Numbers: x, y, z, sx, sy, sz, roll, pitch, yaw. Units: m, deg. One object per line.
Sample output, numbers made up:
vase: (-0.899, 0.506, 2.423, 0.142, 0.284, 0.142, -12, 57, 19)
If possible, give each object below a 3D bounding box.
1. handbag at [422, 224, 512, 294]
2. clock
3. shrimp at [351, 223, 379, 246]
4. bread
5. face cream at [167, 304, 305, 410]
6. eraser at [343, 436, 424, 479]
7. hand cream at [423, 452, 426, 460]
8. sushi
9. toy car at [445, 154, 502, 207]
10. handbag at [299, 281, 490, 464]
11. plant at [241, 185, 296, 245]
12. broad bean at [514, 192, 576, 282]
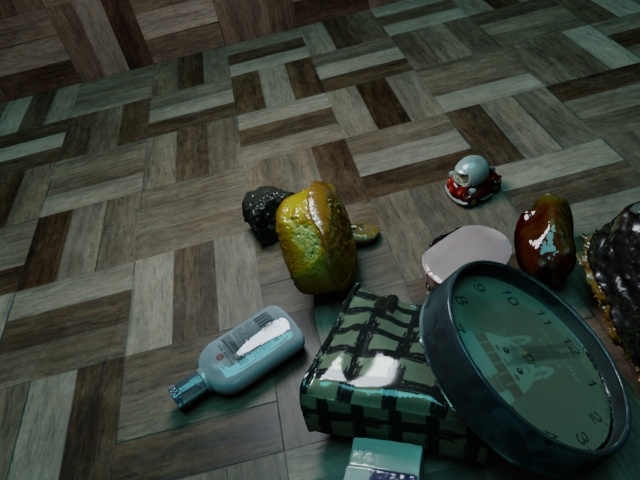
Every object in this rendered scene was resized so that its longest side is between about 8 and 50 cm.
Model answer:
handbag: (0.318, 0.062, 1.251, 0.205, 0.117, 0.179, -32, 44, -19)
clock: (0.345, 0.196, 0.967, 0.385, 0.076, 0.386, 20, 40, -18)
shrimp: (0.071, -0.022, 1.467, 0.162, 0.045, 0.095, -5, 42, 13)
bread: (0.000, 0.000, 1.319, 0.145, 0.269, 0.269, -15, 39, 17)
face cream: (-0.179, 0.251, 1.210, 0.291, 0.071, 0.144, -32, 44, -21)
eraser: (0.088, 0.458, 0.899, 0.124, 0.081, 0.279, 1, 43, 18)
hand cream: (0.149, 0.370, 1.034, 0.093, 0.019, 0.030, 18, 52, 40)
sushi: (0.640, 0.098, 1.068, 0.234, 0.207, 0.349, 16, 50, -19)
toy car: (0.396, -0.168, 1.489, 0.139, 0.112, 0.112, -24, 42, -11)
handbag: (0.163, 0.227, 1.081, 0.324, 0.163, 0.327, 5, 39, 18)
plant: (-0.116, -0.060, 1.500, 0.131, 0.143, 0.203, -26, 33, -28)
broad bean: (0.486, -0.006, 1.251, 0.121, 0.156, 0.229, 1, 49, 12)
